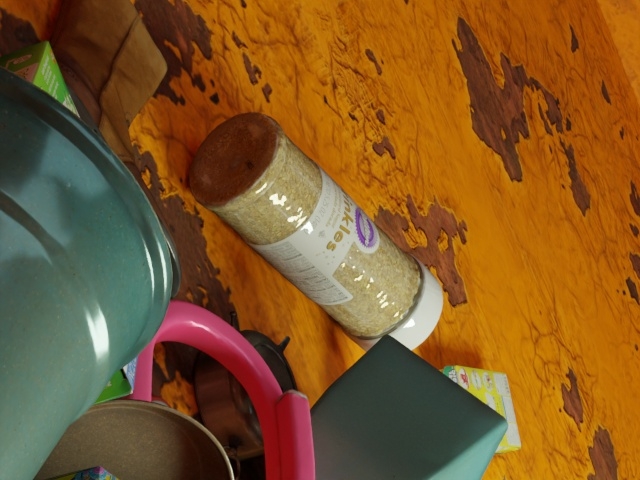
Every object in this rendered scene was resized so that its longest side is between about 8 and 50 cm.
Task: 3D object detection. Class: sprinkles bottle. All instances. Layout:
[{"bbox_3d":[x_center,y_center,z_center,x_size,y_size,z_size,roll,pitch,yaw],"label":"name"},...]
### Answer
[{"bbox_3d":[0.000,0.000,2.209,0.355,0.121,0.121,43,39,-43],"label":"sprinkles bottle"}]

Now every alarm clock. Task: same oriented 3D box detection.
[{"bbox_3d":[-0.075,0.170,2.030,0.129,0.064,0.192,54,35,-31],"label":"alarm clock"}]

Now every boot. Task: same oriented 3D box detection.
[{"bbox_3d":[-0.200,-0.102,1.969,0.264,0.096,0.280,51,25,-22],"label":"boot"}]

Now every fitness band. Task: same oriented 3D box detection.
[{"bbox_3d":[-0.101,0.178,1.862,0.209,0.054,0.291,27,36,-27],"label":"fitness band"}]

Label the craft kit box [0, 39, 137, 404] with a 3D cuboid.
[{"bbox_3d":[-0.217,-0.020,1.683,0.250,0.061,0.247,-95,168,-70],"label":"craft kit box"}]

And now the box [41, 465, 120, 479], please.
[{"bbox_3d":[-0.171,0.379,1.585,0.290,0.177,0.279,43,39,-43],"label":"box"}]

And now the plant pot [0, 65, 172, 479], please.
[{"bbox_3d":[-0.316,0.096,1.354,0.341,0.341,0.334,55,39,-30],"label":"plant pot"}]

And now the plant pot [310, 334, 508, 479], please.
[{"bbox_3d":[0.044,0.243,2.041,0.165,0.166,0.234,35,36,18],"label":"plant pot"}]

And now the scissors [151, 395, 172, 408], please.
[{"bbox_3d":[-0.210,0.163,1.818,0.297,0.021,0.109,33,45,-52],"label":"scissors"}]

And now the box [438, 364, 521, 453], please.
[{"bbox_3d":[0.193,0.215,2.527,0.179,0.043,0.105,17,59,-61],"label":"box"}]

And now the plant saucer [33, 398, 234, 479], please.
[{"bbox_3d":[-0.173,0.208,1.689,0.198,0.198,0.036,55,10,-30],"label":"plant saucer"}]
